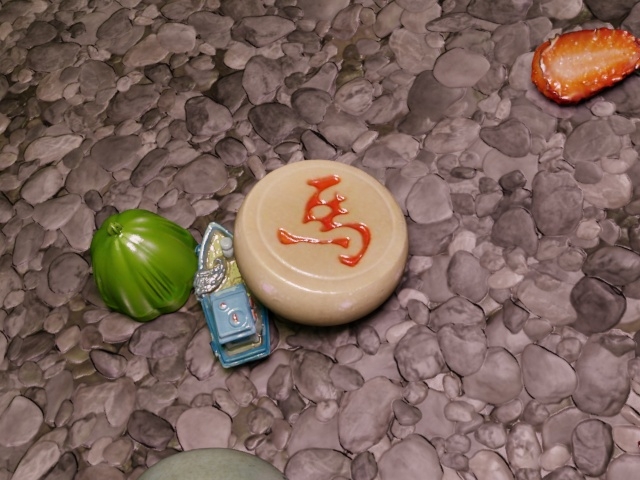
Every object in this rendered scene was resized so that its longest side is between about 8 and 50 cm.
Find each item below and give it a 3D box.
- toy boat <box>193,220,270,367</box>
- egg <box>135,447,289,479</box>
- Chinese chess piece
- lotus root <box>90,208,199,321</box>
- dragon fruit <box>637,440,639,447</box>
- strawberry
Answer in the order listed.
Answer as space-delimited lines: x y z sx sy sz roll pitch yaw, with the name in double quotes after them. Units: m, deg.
-0.144 0.076 1.243 0.109 0.098 0.238 -17 60 0 "toy boat"
-0.144 0.359 1.050 0.236 0.169 0.169 -9 61 11 "egg"
0.000 0.000 1.209 0.273 0.102 0.273 3 55 -5 "Chinese chess piece"
-0.296 0.015 1.269 0.186 0.186 0.186 -5 61 10 "lotus root"
0.484 0.270 1.033 0.131 0.063 0.097 -20 92 2 "dragon fruit"
0.439 -0.283 1.321 0.188 0.082 0.121 -11 80 -3 "strawberry"
